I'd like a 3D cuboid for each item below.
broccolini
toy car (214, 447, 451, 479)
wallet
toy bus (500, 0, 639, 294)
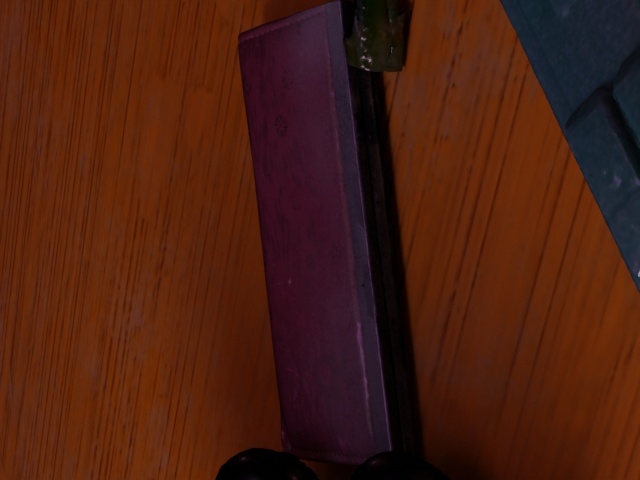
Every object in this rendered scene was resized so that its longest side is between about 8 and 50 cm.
[{"bbox_3d":[0.022,-0.204,0.847,0.071,0.057,0.254,-46,-37,-71],"label":"broccolini"},{"bbox_3d":[-0.041,0.261,0.875,0.340,0.271,0.240,-2,118,54],"label":"toy car"},{"bbox_3d":[0.000,0.000,0.949,0.119,0.025,0.232,-5,91,60],"label":"wallet"},{"bbox_3d":[0.125,-0.072,0.638,0.091,0.109,0.262,-50,53,44],"label":"toy bus"}]
